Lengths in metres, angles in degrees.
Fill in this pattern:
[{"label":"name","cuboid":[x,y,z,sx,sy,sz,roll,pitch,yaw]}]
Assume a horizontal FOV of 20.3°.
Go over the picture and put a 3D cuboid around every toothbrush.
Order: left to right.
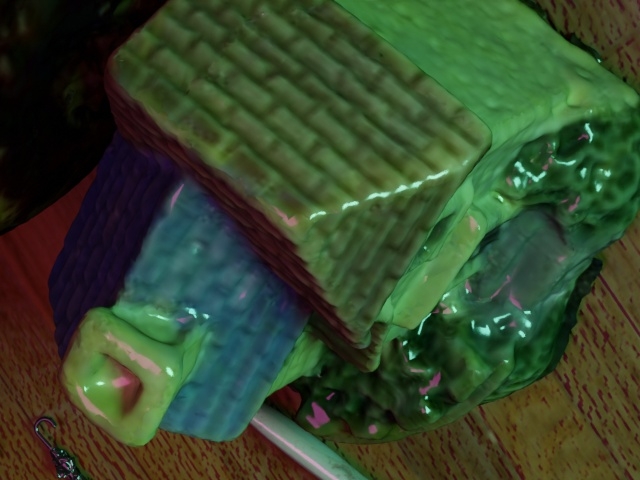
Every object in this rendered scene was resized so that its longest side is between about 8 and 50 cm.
[{"label":"toothbrush","cuboid":[0.058,0.183,1.167,0.307,0.025,0.029,36,110,12]}]

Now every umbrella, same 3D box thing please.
[{"label":"umbrella","cuboid":[-0.169,0.179,1.288,0.022,0.013,0.122,-38,85,9]}]

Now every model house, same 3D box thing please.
[{"label":"model house","cuboid":[0.000,0.000,1.005,0.261,0.266,0.321,39,119,16]}]

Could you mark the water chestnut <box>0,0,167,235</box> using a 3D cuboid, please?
[{"label":"water chestnut","cuboid":[-0.216,-0.178,1.016,0.302,0.350,0.350,38,119,9]}]
